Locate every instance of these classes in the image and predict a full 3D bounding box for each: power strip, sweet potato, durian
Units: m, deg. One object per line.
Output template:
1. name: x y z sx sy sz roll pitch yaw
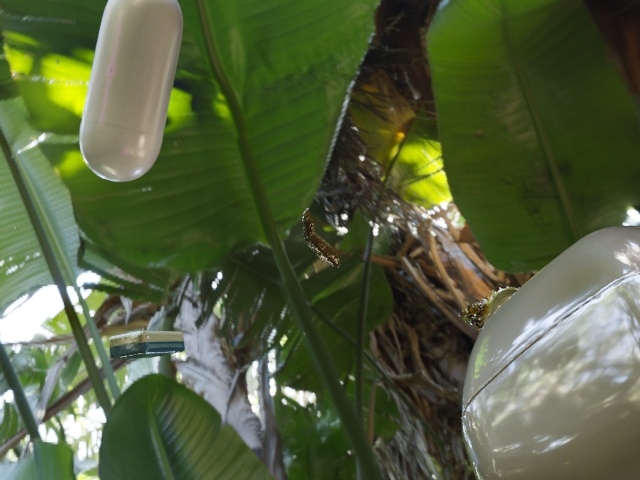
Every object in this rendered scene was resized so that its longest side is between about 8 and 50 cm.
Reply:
1. power strip: -0.239 0.146 0.999 0.056 0.123 0.032 -11 -101 14
2. sweet potato: -0.005 0.003 1.503 0.041 0.038 0.153 -45 -64 -26
3. durian: 0.460 0.190 1.710 0.252 0.139 0.144 24 -67 -10

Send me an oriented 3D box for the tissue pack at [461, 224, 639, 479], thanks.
1. tissue pack: 0.312 0.196 0.581 0.387 0.277 0.267 41 -63 -10

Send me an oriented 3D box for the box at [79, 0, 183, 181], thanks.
1. box: -0.346 -0.280 1.297 0.141 0.289 0.349 11 -88 -20
